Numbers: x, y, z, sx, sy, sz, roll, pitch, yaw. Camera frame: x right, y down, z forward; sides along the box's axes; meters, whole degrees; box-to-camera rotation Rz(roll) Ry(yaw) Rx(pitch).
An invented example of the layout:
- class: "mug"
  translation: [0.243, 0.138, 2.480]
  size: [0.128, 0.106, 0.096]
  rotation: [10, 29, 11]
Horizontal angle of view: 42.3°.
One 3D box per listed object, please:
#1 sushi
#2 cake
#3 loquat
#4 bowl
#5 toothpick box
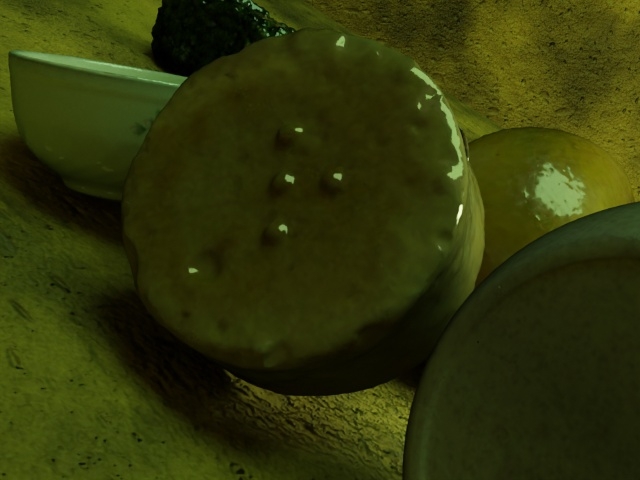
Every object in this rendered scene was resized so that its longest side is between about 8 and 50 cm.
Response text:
- class: "sushi"
  translation: [-0.138, -0.361, 1.585]
  size: [0.352, 0.178, 0.294]
  rotation: [38, 19, 28]
- class: "cake"
  translation: [0.008, 0.002, 0.820]
  size: [0.332, 0.332, 0.321]
  rotation: [40, -3, 25]
- class: "loquat"
  translation: [0.216, 0.028, 0.993]
  size: [0.359, 0.328, 0.328]
  rotation: [0, 9, 24]
- class: "bowl"
  translation: [-0.214, -0.124, 0.937]
  size: [0.277, 0.145, 0.277]
  rotation: [8, 11, -2]
- class: "toothpick box"
  translation: [0.298, 0.180, 0.605]
  size: [0.425, 0.409, 0.409]
  rotation: [19, 22, -41]
